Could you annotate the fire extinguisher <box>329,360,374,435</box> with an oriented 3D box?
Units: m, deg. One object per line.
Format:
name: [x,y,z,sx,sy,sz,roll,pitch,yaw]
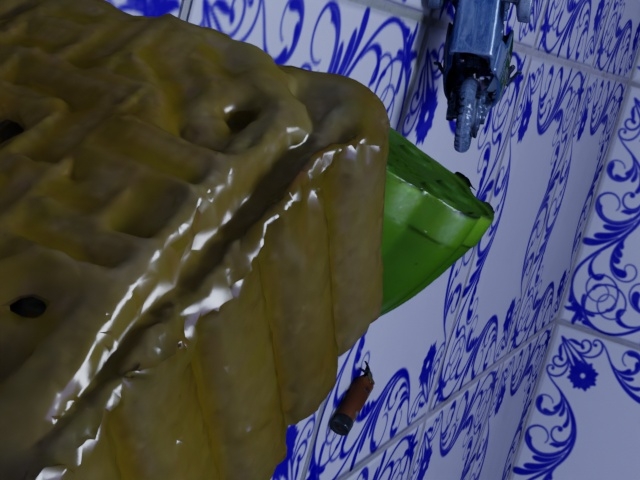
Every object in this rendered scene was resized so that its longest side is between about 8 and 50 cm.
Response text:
fire extinguisher: [0.035,0.159,1.360,0.028,0.022,0.083,58,44,-28]

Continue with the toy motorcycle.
toy motorcycle: [0.150,-0.206,1.241,0.135,0.092,0.254,-6,104,-80]

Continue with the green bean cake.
green bean cake: [-0.114,0.008,0.445,0.229,0.224,0.131,-51,153,-41]

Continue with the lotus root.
lotus root: [0.000,0.000,0.906,0.186,0.186,0.186,18,90,-72]
